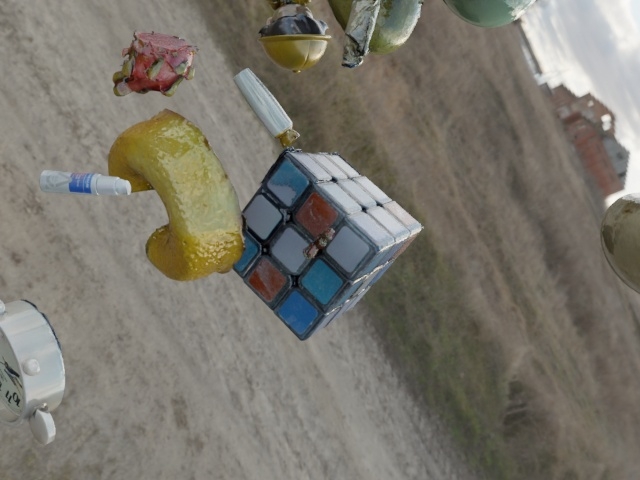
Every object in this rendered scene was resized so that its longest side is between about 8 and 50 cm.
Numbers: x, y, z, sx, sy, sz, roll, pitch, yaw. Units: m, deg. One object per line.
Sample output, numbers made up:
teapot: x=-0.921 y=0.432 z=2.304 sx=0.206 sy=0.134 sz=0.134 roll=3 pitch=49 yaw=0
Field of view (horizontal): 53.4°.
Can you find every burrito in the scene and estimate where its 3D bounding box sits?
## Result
burrito: x=0.066 y=-0.354 z=1.058 sx=0.042 sy=0.051 sz=0.171 roll=52 pitch=40 yaw=-41

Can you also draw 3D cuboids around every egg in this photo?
egg: x=0.285 y=-0.501 z=1.087 sx=0.203 sy=0.203 sz=0.283 roll=18 pitch=65 yaw=-61

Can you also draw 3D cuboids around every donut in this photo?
donut: x=-0.354 y=-0.104 z=1.519 sx=0.163 sy=0.377 sz=0.435 roll=-25 pitch=88 yaw=-32

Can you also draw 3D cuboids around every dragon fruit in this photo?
dragon fruit: x=-0.359 y=-0.371 z=1.352 sx=0.150 sy=0.207 sz=0.133 roll=58 pitch=14 yaw=-14

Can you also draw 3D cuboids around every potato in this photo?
potato: x=0.135 y=-0.637 z=1.559 sx=0.219 sy=0.269 sz=0.359 roll=154 pitch=-83 yaw=-78

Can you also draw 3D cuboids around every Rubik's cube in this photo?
Rubik's cube: x=0.000 y=0.000 z=1.694 sx=0.359 sy=0.363 sz=0.362 roll=41 pitch=21 yaw=11

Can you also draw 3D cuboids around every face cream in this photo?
face cream: x=-0.116 y=-0.282 z=1.362 sx=0.182 sy=0.051 sz=0.072 roll=52 pitch=30 yaw=-10
face cream: x=-0.347 y=-0.083 z=0.946 sx=0.034 sy=0.130 sz=0.034 roll=5 pitch=90 yaw=-87

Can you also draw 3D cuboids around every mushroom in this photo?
mushroom: x=0.432 y=-0.009 z=0.743 sx=0.206 sy=0.206 sz=0.209 roll=-50 pitch=135 yaw=-65

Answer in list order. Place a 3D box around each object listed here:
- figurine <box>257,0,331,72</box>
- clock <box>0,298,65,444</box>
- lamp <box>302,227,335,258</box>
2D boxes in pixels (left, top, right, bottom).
figurine: x=-0.075 y=-0.566 z=1.661 sx=0.167 sy=0.192 sz=0.257 roll=94 pitch=-14 yaw=-73
clock: x=-0.386 y=0.153 z=0.812 sx=0.229 sy=0.155 sz=0.063 roll=49 pitch=37 yaw=17
lamp: x=0.000 y=0.003 z=1.429 sx=0.031 sy=0.083 sz=0.063 roll=43 pitch=44 yaw=-12
